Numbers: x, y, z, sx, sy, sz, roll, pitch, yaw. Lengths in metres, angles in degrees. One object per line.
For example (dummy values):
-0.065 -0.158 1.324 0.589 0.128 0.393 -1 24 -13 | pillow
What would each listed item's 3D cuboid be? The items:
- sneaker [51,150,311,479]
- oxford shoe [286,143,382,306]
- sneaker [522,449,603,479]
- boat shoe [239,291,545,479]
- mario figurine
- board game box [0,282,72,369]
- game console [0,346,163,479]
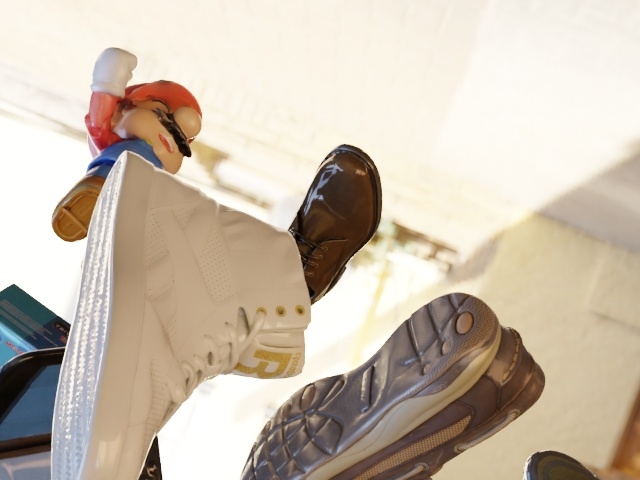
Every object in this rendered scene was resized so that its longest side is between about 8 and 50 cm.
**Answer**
-0.081 0.073 1.012 0.169 0.293 0.108 23 133 -18 | sneaker
0.000 0.000 1.536 0.082 0.227 0.096 32 -139 13 | oxford shoe
0.378 0.348 1.839 0.300 0.111 0.121 36 145 27 | sneaker
0.058 0.186 1.356 0.130 0.132 0.355 36 131 -20 | boat shoe
-0.190 -0.090 1.655 0.170 0.198 0.320 10 -147 -2 | mario figurine
-0.359 0.259 1.880 0.253 0.336 0.079 35 -148 11 | board game box
-0.237 0.235 1.565 0.173 0.250 0.293 -11 175 43 | game console
